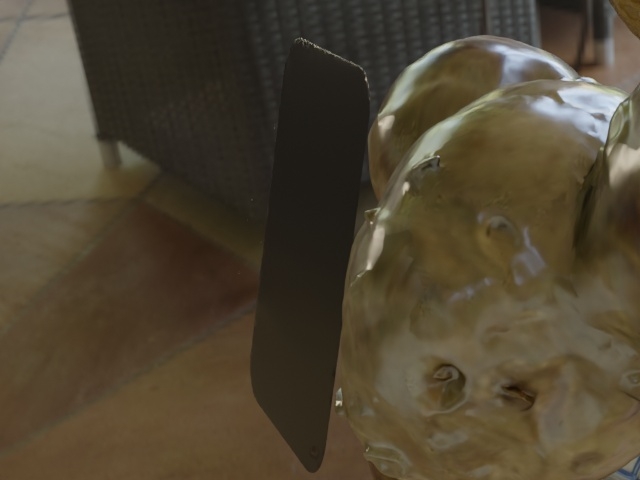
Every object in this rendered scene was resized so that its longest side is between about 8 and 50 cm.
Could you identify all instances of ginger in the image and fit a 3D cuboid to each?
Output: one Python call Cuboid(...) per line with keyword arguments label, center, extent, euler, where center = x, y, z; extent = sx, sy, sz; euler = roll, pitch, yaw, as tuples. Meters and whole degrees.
Cuboid(label="ginger", center=(0.143, -0.012, 0.600), extent=(0.375, 0.176, 0.256), euler=(-12, 46, 53))

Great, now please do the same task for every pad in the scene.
Cuboid(label="pad", center=(-0.001, 0.000, 1.357), extent=(0.063, 0.375, 0.315), euler=(2, 16, -21))

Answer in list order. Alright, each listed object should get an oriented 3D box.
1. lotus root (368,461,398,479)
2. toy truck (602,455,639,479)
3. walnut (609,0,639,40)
Cuboid(label="lotus root", center=(0.126, 0.162, 1.235), extent=(0.193, 0.193, 0.291), euler=(-10, 35, -1))
Cuboid(label="toy truck", center=(0.297, 0.192, 1.415), extent=(0.177, 0.161, 0.213), euler=(24, 1, 5))
Cuboid(label="walnut", center=(0.308, -0.199, 1.010), extent=(0.204, 0.238, 0.141), euler=(21, 45, -19))
